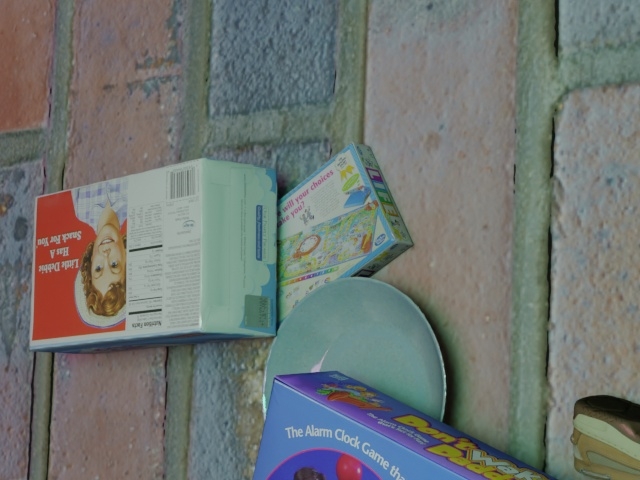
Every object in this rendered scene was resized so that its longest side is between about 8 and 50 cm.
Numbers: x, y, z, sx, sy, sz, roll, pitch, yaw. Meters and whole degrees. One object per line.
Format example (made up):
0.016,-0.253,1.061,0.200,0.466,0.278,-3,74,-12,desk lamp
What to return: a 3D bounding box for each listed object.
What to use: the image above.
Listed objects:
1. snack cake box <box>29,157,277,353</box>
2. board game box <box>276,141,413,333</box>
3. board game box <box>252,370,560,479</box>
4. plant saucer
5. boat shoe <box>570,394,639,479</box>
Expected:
-0.156,0.021,1.497,0.264,0.089,0.152,-8,79,47,snack cake box
0.000,0.000,1.435,0.154,0.026,0.103,-37,62,30,board game box
0.083,0.267,1.238,0.347,0.078,0.233,24,106,41,board game box
0.035,0.128,1.380,0.195,0.037,0.195,-7,79,39,plant saucer
0.260,0.172,1.181,0.190,0.068,0.072,22,110,49,boat shoe
